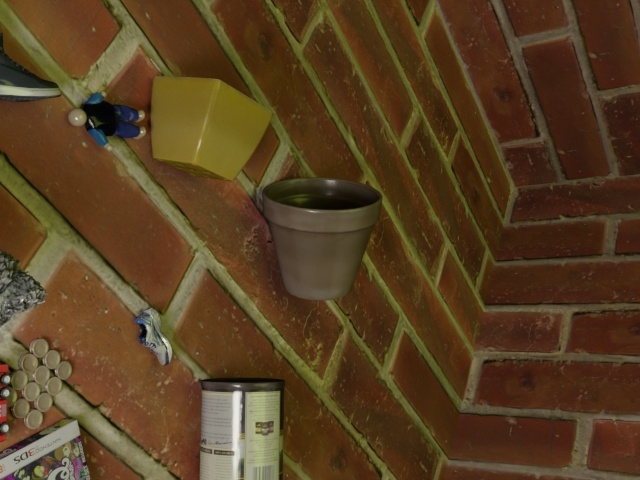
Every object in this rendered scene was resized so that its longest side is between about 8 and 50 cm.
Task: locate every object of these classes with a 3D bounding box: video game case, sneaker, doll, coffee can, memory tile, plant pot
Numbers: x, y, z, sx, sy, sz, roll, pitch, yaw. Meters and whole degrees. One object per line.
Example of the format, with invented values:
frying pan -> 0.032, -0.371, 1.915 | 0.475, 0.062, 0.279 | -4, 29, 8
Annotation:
video game case -> -0.524, 0.483, 1.465 | 0.210, 0.042, 0.232 | -22, 105, -55
sneaker -> -0.375, 0.220, 1.730 | 0.058, 0.052, 0.135 | -30, 105, -44
doll -> -0.452, -0.251, 1.657 | 0.189, 0.046, 0.129 | -1, 86, -58
coffee can -> -0.186, 0.469, 1.848 | 0.201, 0.201, 0.275 | 11, 78, -56
memory tile -> -0.542, 0.271, 1.488 | 0.113, 0.012, 0.148 | 57, 43, -37
sneaker -> -0.577, -0.338, 1.434 | 0.226, 0.086, 0.163 | -7, 95, -56
plant pot -> -0.270, -0.250, 1.813 | 0.212, 0.212, 0.187 | 22, 81, -54
plant pot -> 0.000, 0.000, 2.138 | 0.323, 0.323, 0.280 | -30, 127, -55

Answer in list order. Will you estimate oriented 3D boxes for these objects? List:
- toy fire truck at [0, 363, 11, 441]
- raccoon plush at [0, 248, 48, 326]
toy fire truck -> -0.608, 0.262, 1.353 | 0.135, 0.047, 0.192 | 7, 81, -56
raccoon plush -> -0.580, -0.052, 1.141 | 0.216, 0.299, 0.446 | -36, 129, -38
